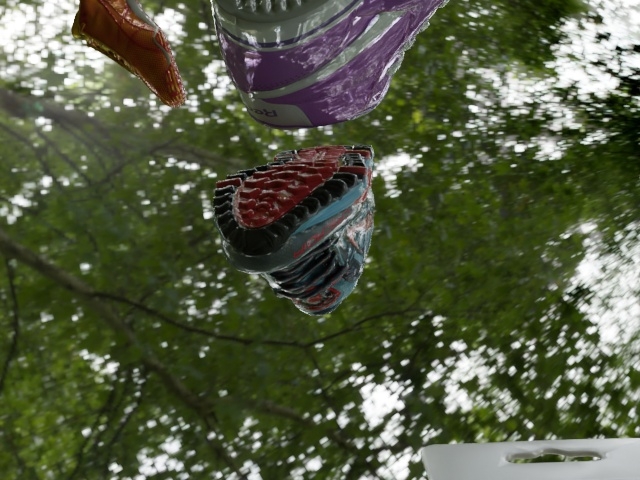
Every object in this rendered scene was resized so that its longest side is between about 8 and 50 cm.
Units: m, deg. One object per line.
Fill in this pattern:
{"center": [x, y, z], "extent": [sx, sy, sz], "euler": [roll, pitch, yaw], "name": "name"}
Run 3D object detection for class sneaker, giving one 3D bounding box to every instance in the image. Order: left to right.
{"center": [-0.174, -0.176, 0.880], "extent": [0.067, 0.064, 0.175], "euler": [-34, -110, -10], "name": "sneaker"}
{"center": [0.000, 0.000, 0.755], "extent": [0.104, 0.262, 0.125], "euler": [-5, -79, 16], "name": "sneaker"}
{"center": [0.053, -0.179, 0.680], "extent": [0.282, 0.161, 0.102], "euler": [-33, -118, -12], "name": "sneaker"}

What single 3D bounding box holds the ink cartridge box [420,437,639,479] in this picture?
{"center": [0.173, 0.243, 0.610], "extent": [0.207, 0.353, 0.119], "euler": [-2, -77, 0], "name": "ink cartridge box"}
